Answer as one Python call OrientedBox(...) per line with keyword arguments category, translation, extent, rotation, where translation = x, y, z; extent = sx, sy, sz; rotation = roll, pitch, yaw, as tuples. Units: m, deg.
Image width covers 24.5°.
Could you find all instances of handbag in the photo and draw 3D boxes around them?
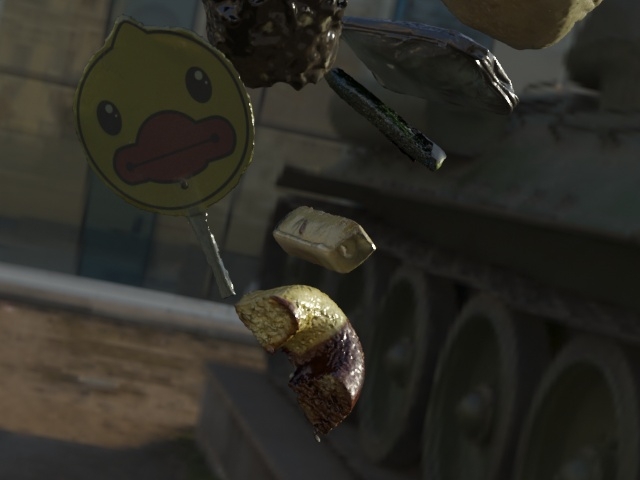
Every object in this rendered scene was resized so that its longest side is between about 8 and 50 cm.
OrientedBox(category="handbag", translation=(0.176, -0.288, 2.425), extent=(0.332, 0.075, 0.191), rotation=(20, -19, 45))

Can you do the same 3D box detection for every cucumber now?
OrientedBox(category="cucumber", translation=(0.102, -0.206, 2.477), extent=(0.257, 0.043, 0.044), rotation=(40, -36, -1))

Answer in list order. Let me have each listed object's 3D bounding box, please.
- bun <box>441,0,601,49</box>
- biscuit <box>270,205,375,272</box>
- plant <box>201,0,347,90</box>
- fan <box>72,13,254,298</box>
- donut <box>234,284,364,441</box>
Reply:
OrientedBox(category="bun", translation=(0.208, -0.328, 1.454), extent=(0.205, 0.281, 0.281), rotation=(28, 8, 16))
OrientedBox(category="biscuit", translation=(0.000, 0.000, 1.784), extent=(0.052, 0.056, 0.188), rotation=(55, -16, -20))
OrientedBox(category="plant", translation=(-0.058, -0.305, 1.727), extent=(0.204, 0.234, 0.178), rotation=(-6, 33, -4))
OrientedBox(category="fan", translation=(-0.159, -0.092, 1.634), extent=(0.229, 0.335, 0.011), rotation=(-17, 9, 29))
OrientedBox(category="donut", translation=(-0.011, 0.137, 1.992), extent=(0.085, 0.217, 0.141), rotation=(-29, 13, 33))
